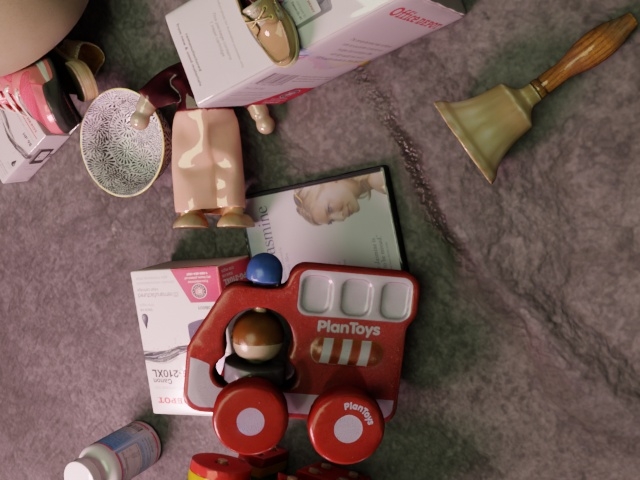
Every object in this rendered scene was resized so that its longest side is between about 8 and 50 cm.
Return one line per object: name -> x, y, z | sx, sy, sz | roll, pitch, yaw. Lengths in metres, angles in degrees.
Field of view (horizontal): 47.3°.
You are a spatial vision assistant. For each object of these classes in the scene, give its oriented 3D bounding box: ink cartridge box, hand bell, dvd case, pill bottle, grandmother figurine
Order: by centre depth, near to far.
hand bell -> 0.272, -0.189, 0.886 | 0.242, 0.126, 0.126 | -35, 82, 14
ink cartridge box -> -0.002, -0.284, 0.922 | 0.306, 0.226, 0.131 | -22, 90, 27
grandmother figurine -> -0.175, -0.190, 1.082 | 0.208, 0.104, 0.342 | 0, 89, -17
dvd case -> 0.000, 0.000, 1.083 | 0.253, 0.022, 0.180 | -10, 94, 28
ink cartridge box -> -0.188, 0.152, 1.159 | 0.172, 0.100, 0.237 | -5, 97, 27
pill bottle -> -0.354, 0.376, 1.248 | 0.087, 0.160, 0.087 | 5, 100, 27
ink cartridge box -> -0.516, -0.195, 1.290 | 0.180, 0.060, 0.104 | -37, 81, 27

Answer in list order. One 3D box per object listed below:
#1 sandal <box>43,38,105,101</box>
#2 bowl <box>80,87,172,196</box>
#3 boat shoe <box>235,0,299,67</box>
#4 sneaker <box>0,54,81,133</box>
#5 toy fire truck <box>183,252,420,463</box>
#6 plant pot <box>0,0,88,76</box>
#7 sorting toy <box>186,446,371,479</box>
sandal -> -0.388, -0.287, 1.201 | 0.240, 0.079, 0.088 | 36, 145, 49
bowl -> -0.295, -0.157, 1.173 | 0.170, 0.080, 0.170 | 4, 100, 26
boat shoe -> -0.068, -0.253, 0.807 | 0.050, 0.045, 0.135 | -29, 86, 28
sneaker -> -0.495, -0.245, 1.182 | 0.314, 0.136, 0.116 | 45, 159, 37
toy fire truck -> -0.028, 0.147, 1.000 | 0.302, 0.169, 0.254 | 6, 96, -4
plant pot -> -0.523, -0.415, 1.108 | 0.284, 0.191, 0.284 | -8, 60, 15
sorting toy -> -0.065, 0.371, 1.058 | 0.257, 0.255, 0.089 | 11, 87, 25
